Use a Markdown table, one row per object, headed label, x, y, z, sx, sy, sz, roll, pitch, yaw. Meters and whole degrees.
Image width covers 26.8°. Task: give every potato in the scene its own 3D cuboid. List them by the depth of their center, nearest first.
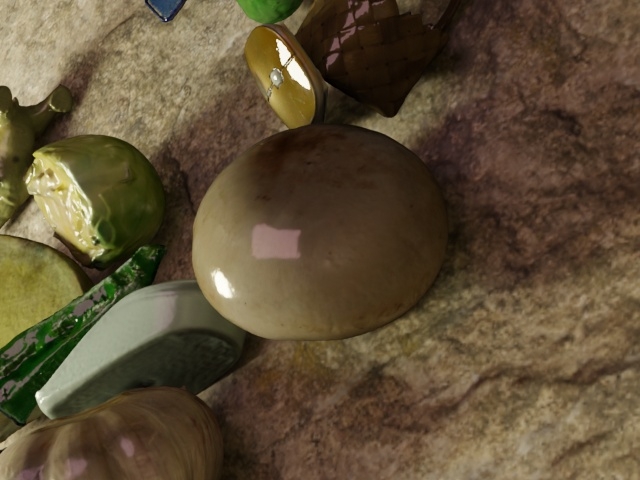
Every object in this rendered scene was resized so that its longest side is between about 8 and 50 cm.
| label | x | y | z | sx | sy | sz | roll | pitch | yaw |
| --- | --- | --- | --- | --- | --- | --- | --- | --- | --- |
| potato | -0.322 | 0.121 | 1.449 | 0.255 | 0.112 | 0.269 | -11 | 62 | 27 |

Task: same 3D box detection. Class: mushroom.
| label | x | y | z | sx | sy | sz | roll | pitch | yaw |
| --- | --- | --- | --- | --- | --- | --- | --- | --- | --- |
| mushroom | 0.000 | 0.000 | 1.175 | 0.226 | 0.178 | 0.226 | -6 | 48 | 7 |

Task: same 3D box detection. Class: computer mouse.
| label | x | y | z | sx | sy | sz | roll | pitch | yaw |
| --- | --- | --- | --- | --- | --- | --- | --- | --- | --- |
| computer mouse | -0.030 | -0.143 | 1.264 | 0.045 | 0.199 | 0.102 | -35 | 86 | -4 |
| computer mouse | -0.168 | 0.110 | 1.296 | 0.231 | 0.128 | 0.079 | -34 | 48 | 20 |

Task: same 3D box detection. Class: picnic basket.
| label | x | y | z | sx | sy | sz | roll | pitch | yaw |
| --- | --- | --- | --- | --- | --- | --- | --- | --- | --- |
| picnic basket | 0.061 | -0.220 | 1.258 | 0.178 | 0.128 | 0.138 | -61 | 29 | 12 |

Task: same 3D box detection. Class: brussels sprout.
| label | x | y | z | sx | sy | sz | roll | pitch | yaw |
| --- | --- | --- | --- | --- | --- | --- | --- | --- | --- |
| brussels sprout | -0.232 | -0.053 | 1.441 | 0.151 | 0.122 | 0.149 | 46 | 144 | 19 |

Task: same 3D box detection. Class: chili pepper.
| label | x | y | z | sx | sy | sz | roll | pitch | yaw |
| --- | --- | --- | --- | --- | --- | --- | --- | --- | --- |
| chili pepper | -0.237 | 0.079 | 1.326 | 0.227 | 0.059 | 0.088 | -43 | 54 | 3 |

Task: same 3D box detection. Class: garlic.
| label | x | y | z | sx | sy | sz | roll | pitch | yaw |
| --- | --- | --- | --- | --- | --- | --- | --- | --- | --- |
| garlic | -0.177 | 0.248 | 1.216 | 0.218 | 0.218 | 0.212 | -13 | 96 | 39 |

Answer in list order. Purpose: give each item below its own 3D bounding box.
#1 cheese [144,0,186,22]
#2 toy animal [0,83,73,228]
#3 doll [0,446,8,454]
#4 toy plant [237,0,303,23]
| label | x | y | z | sx | sy | sz | roll | pitch | yaw |
| --- | --- | --- | --- | --- | --- | --- | --- | --- | --- |
| cheese | -0.119 | -0.360 | 1.557 | 0.244 | 0.062 | 0.155 | -53 | 42 | 9 |
| toy animal | -0.384 | -0.093 | 1.652 | 0.101 | 0.103 | 0.218 | -26 | 52 | 56 |
| doll | -0.335 | 0.251 | 1.417 | 0.195 | 0.070 | 0.096 | -32 | 33 | 18 |
| toy plant | -0.001 | -0.430 | 1.351 | 0.317 | 0.211 | 0.356 | -34 | 35 | 63 |
